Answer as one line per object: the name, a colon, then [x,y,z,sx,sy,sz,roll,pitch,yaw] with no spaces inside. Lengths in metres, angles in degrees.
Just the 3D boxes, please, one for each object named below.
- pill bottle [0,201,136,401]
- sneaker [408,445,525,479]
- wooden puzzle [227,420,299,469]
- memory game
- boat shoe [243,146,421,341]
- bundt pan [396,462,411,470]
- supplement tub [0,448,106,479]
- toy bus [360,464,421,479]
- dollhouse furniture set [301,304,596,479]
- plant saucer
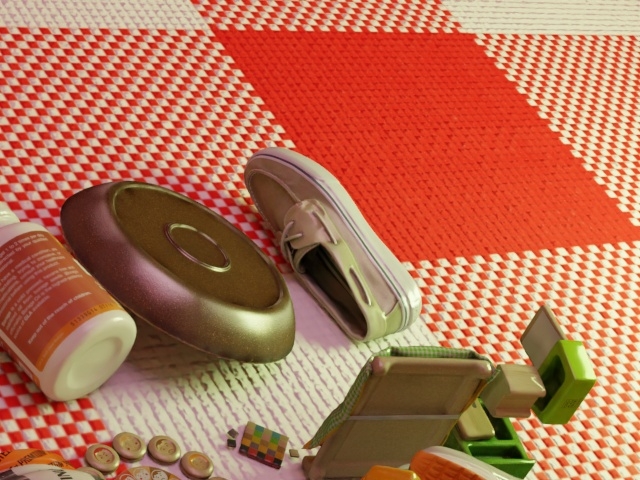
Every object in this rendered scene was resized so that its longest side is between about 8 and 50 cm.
pill bottle: [-0.305,0.058,1.816,0.216,0.121,0.121,44,38,23]
sneaker: [0.202,0.276,1.687,0.262,0.099,0.121,33,27,-3]
wooden puzzle: [-0.062,0.222,1.861,0.083,0.006,0.049,23,35,-5]
memory game: [-0.164,0.264,1.737,0.186,0.012,0.186,17,36,-13]
boat shoe: [0.000,0.000,2.105,0.302,0.109,0.094,45,41,21]
bundt pan: [0.144,0.381,1.688,0.330,0.124,0.331,18,36,-14]
supplement tub: [-0.199,0.331,1.422,0.207,0.207,0.338,-2,29,-35]
toy bus: [0.007,0.362,1.488,0.130,0.108,0.333,2,58,30]
dollhouse furniture set: [0.120,0.154,1.899,0.301,0.197,0.151,4,42,-30]
plant saucer: [-0.150,0.023,1.954,0.310,0.050,0.310,31,19,-12]
